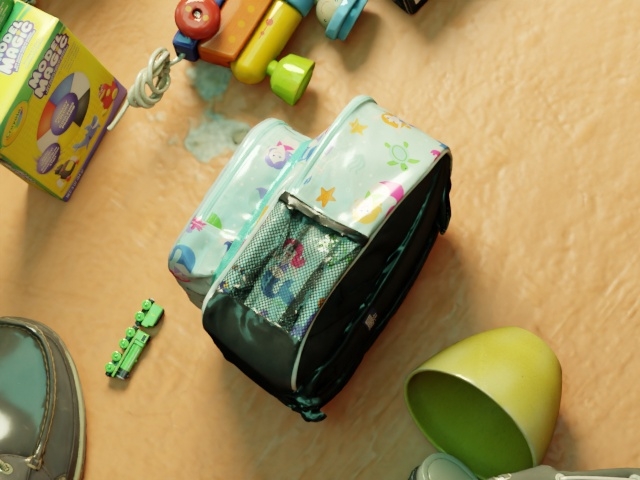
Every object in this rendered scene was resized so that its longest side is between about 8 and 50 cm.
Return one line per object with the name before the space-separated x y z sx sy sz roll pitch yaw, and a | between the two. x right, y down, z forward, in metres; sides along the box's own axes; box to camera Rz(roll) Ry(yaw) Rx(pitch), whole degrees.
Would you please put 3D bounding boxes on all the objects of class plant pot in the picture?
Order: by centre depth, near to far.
plant pot | 0.152 0.129 1.388 0.134 0.134 0.095 35 60 17

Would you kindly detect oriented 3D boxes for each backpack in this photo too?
backpack | 0.000 0.000 1.392 0.191 0.225 0.253 37 82 12

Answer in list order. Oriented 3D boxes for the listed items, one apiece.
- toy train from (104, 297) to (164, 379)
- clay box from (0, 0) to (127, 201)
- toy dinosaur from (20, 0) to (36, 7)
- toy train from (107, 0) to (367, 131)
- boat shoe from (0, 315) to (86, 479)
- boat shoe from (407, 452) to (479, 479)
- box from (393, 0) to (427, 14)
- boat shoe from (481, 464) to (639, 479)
toy train | -0.172 0.093 1.511 0.024 0.017 0.083 29 83 6
clay box | -0.257 -0.126 1.474 0.053 0.222 0.127 26 83 16
toy dinosaur | -0.347 -0.171 1.602 0.183 0.053 0.092 -28 57 -4
toy train | -0.071 -0.169 1.519 0.143 0.105 0.248 32 84 3
boat shoe | -0.297 0.237 1.441 0.132 0.130 0.355 5 78 12
boat shoe | 0.142 0.278 1.391 0.206 0.075 0.065 53 134 12
box | 0.092 -0.329 1.528 0.180 0.077 0.147 -45 73 -2
boat shoe | 0.222 0.232 1.330 0.335 0.112 0.095 5 42 -3
